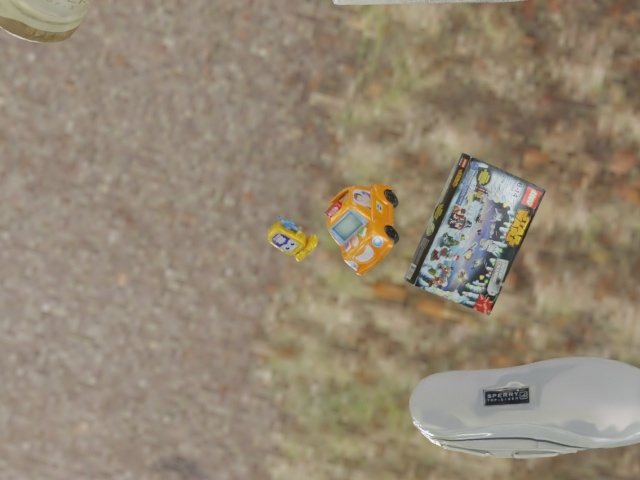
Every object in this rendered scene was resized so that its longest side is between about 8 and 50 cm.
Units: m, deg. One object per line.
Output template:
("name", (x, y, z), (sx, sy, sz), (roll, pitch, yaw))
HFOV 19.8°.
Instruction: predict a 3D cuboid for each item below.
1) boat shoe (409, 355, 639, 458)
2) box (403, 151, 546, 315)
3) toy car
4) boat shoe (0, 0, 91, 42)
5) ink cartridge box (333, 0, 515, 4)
("boat shoe", (0.229, 0.184, 1.900), (0.267, 0.096, 0.088), (-6, 151, 13))
("box", (0.150, -0.006, 1.776), (0.094, 0.137, 0.027), (21, -175, -27))
("toy car", (0.000, 0.000, 1.123), (0.040, 0.060, 0.122), (30, 145, -25))
("boat shoe", (-0.248, -0.311, 1.357), (0.121, 0.341, 0.110), (-17, 160, -48))
("ink cartridge box", (0.062, -0.155, 1.035), (0.115, 0.029, 0.063), (-1, 172, 3))
